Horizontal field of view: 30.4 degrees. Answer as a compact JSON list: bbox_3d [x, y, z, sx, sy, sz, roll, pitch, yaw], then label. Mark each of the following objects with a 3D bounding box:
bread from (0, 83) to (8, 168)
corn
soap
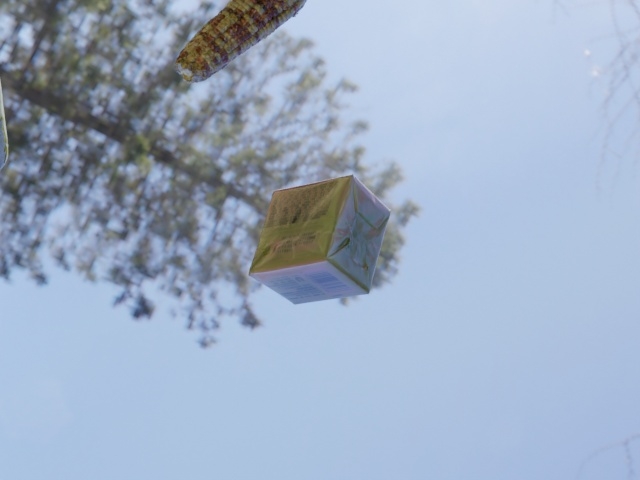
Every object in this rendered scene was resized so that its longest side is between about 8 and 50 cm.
[{"bbox_3d":[-0.318,-0.198,0.909,0.383,0.112,0.166,102,-28,-57],"label":"bread"},{"bbox_3d":[-0.114,-0.310,1.715,0.237,0.079,0.079,-45,-150,-18],"label":"corn"},{"bbox_3d":[0.000,0.000,2.079,0.199,0.138,0.182,-11,-126,41],"label":"soap"}]
